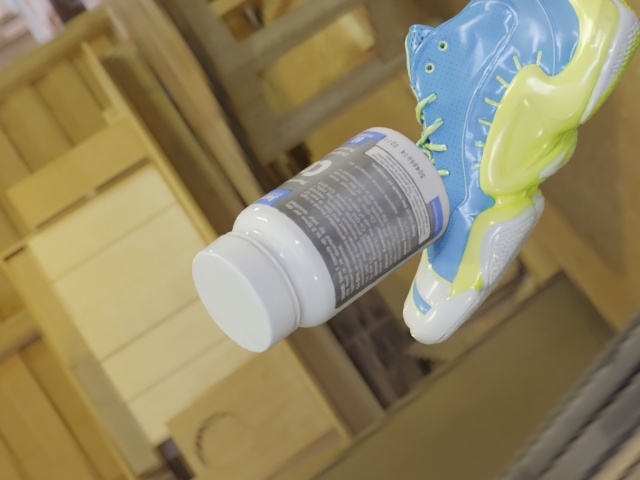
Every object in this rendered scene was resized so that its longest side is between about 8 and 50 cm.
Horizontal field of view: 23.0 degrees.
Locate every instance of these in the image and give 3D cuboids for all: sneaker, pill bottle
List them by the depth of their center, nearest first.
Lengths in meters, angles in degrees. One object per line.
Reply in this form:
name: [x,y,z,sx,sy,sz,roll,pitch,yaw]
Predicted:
pill bottle: [0.000,0.000,0.883,0.078,0.137,0.078,36,145,30]
sneaker: [0.089,-0.061,0.967,0.126,0.240,0.091,31,-176,8]
